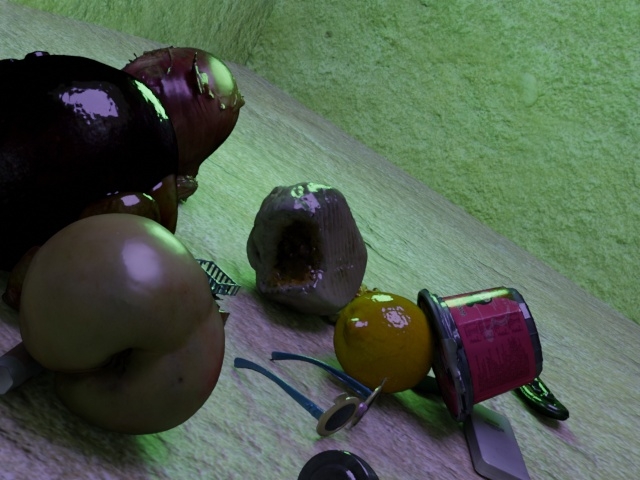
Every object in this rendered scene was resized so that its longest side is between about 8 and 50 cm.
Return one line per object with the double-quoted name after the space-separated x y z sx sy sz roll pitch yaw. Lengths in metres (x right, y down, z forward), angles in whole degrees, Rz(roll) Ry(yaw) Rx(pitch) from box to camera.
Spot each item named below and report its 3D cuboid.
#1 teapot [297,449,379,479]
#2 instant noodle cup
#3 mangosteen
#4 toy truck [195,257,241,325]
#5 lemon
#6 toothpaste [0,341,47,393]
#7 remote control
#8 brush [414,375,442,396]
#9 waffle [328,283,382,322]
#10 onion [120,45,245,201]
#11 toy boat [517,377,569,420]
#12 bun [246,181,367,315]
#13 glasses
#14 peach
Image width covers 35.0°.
0.049 0.348 1.354 0.149 0.111 0.108 31 1 30 "teapot"
0.303 0.193 1.895 0.181 0.258 0.302 -15 39 -4 "instant noodle cup"
-0.391 -0.072 1.562 0.382 0.382 0.435 -2 72 -62 "mangosteen"
-0.227 0.077 1.721 0.080 0.115 0.177 10 22 -49 "toy truck"
0.118 0.187 1.848 0.187 0.187 0.244 40 9 36 "lemon"
-0.386 0.157 1.340 0.067 0.043 0.194 29 10 2 "toothpaste"
0.318 0.374 1.872 0.103 0.034 0.250 26 16 -8 "remote control"
0.170 0.269 1.982 0.193 0.016 0.063 21 19 -27 "brush"
0.097 0.154 2.158 0.250 0.056 0.261 13 24 -44 "waffle"
-0.346 -0.294 2.296 0.353 0.353 0.353 26 15 -8 "onion"
0.477 0.336 2.240 0.104 0.052 0.210 24 15 -25 "toy boat"
-0.039 0.016 2.036 0.205 0.281 0.281 -3 -5 35 "bun"
-0.022 0.251 1.673 0.220 0.088 0.189 14 8 27 "glasses"
-0.250 0.102 1.313 0.292 0.247 0.292 52 12 -16 "peach"
